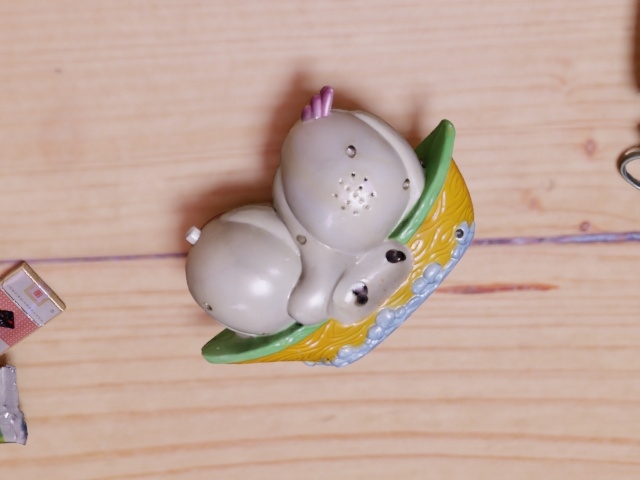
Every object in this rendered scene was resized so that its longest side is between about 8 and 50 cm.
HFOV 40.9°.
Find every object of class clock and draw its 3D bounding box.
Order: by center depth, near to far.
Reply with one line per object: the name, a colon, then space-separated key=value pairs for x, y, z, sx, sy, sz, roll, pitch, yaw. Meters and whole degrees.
clock: x=0.000 y=0.000 z=0.575 sx=0.144 sy=0.103 sz=0.231 roll=39 pitch=101 yaw=-19

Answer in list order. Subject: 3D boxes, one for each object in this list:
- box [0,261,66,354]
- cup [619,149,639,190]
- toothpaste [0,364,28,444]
box: x=-0.231 y=0.056 z=0.618 sx=0.083 sy=0.012 sz=0.046 roll=-33 pitch=112 yaw=9
cup: x=0.262 y=-0.047 z=0.614 sx=0.075 sy=0.054 sz=0.083 roll=-27 pitch=116 yaw=4
toothpaste: x=-0.342 y=0.125 z=0.617 sx=0.248 sy=0.047 sz=0.078 roll=-1 pitch=120 yaw=-9
